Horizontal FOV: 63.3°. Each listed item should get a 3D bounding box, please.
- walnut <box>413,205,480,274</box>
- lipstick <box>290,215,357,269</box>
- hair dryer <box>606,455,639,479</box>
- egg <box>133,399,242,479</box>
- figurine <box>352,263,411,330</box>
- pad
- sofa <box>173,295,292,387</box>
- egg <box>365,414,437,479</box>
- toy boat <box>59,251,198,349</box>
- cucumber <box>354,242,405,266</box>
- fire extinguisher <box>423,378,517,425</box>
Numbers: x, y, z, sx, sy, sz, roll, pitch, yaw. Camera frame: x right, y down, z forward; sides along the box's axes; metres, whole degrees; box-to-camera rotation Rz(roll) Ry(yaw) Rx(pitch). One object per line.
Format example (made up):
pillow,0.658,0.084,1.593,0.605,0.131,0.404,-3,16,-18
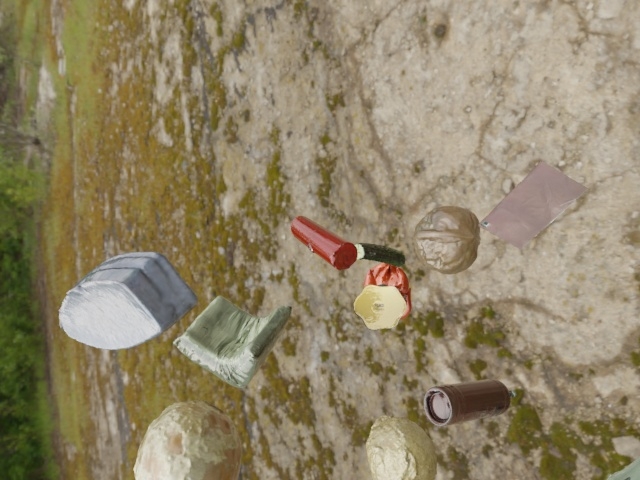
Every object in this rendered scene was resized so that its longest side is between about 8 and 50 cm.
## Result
walnut,0.478,-0.005,1.957,0.273,0.227,0.273,-44,21,22
lipstick,0.001,0.001,1.299,0.280,0.073,0.073,-147,63,-62
hair dryer,0.948,0.706,1.444,0.267,0.092,0.229,14,58,41
egg,-0.249,0.427,0.998,0.245,0.204,0.203,-98,28,-49
figurine,0.222,0.182,1.730,0.181,0.257,0.208,-44,83,15
pad,0.420,-0.066,1.039,0.187,0.113,0.006,-55,10,39
sofa,-0.226,0.236,1.352,0.226,0.210,0.175,31,132,9
egg,0.128,0.352,0.834,0.118,0.116,0.139,-27,60,45
toy boat,-0.294,0.094,0.756,0.283,0.078,0.127,-20,114,41
cucumber,0.177,0.041,1.569,0.058,0.187,0.058,-17,68,48
fire extinguisher,0.431,0.445,1.446,0.138,0.344,0.101,-36,58,47
